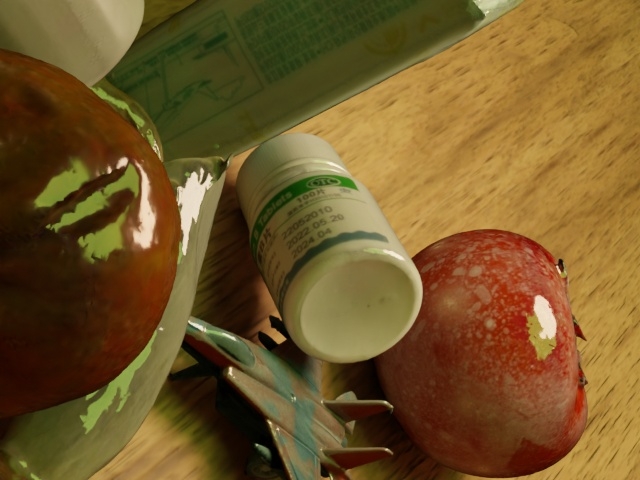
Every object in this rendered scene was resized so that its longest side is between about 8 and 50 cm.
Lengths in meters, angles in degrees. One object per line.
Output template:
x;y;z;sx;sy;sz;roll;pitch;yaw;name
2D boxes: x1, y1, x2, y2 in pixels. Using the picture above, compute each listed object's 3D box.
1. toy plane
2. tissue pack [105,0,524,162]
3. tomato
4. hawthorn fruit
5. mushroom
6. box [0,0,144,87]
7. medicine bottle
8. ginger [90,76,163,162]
-0.059;0.142;1.588;0.326;0.104;0.223;34;43;-36;toy plane
0.013;-0.219;1.653;0.162;0.388;0.287;60;31;-8;tissue pack
0.169;0.120;1.828;0.270;0.227;0.270;-9;90;-79;tomato
-0.233;-0.010;1.274;0.277;0.277;0.298;66;11;-1;hawthorn fruit
-0.165;0.069;1.406;0.109;0.097;0.351;32;61;-19;mushroom
-0.284;-0.234;1.414;0.262;0.291;0.206;-47;134;-18;box
0.000;0.000;1.666;0.139;0.139;0.237;40;14;-37;medicine bottle
-0.248;-0.082;1.489;0.149;0.065;0.259;55;39;3;ginger
